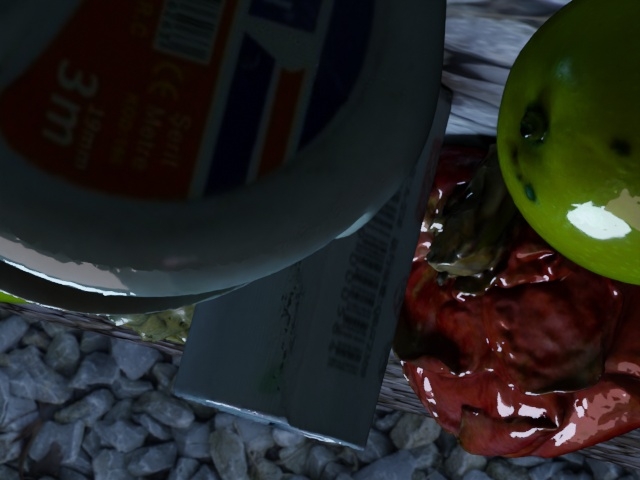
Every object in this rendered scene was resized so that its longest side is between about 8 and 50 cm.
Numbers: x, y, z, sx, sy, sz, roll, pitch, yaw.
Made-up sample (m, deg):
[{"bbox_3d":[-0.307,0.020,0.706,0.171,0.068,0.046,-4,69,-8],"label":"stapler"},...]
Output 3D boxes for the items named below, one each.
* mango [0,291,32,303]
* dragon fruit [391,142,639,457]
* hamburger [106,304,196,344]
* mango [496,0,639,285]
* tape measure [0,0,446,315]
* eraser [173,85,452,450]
[{"bbox_3d":[-0.297,-0.049,1.450,0.192,0.156,0.343,-7,155,41],"label":"mango"},{"bbox_3d":[0.107,0.045,1.285,0.205,0.152,0.317,46,154,-27],"label":"dragon fruit"},{"bbox_3d":[-0.076,-0.018,1.338,0.206,0.183,0.130,16,-148,-39],"label":"hamburger"},{"bbox_3d":[0.201,-0.044,0.880,0.293,0.143,0.175,9,170,-44],"label":"mango"},{"bbox_3d":[-0.079,-0.086,0.692,0.246,0.243,0.125,17,170,-15],"label":"tape measure"},{"bbox_3d":[0.000,0.000,1.107,0.081,0.227,0.174,11,171,31],"label":"eraser"}]
